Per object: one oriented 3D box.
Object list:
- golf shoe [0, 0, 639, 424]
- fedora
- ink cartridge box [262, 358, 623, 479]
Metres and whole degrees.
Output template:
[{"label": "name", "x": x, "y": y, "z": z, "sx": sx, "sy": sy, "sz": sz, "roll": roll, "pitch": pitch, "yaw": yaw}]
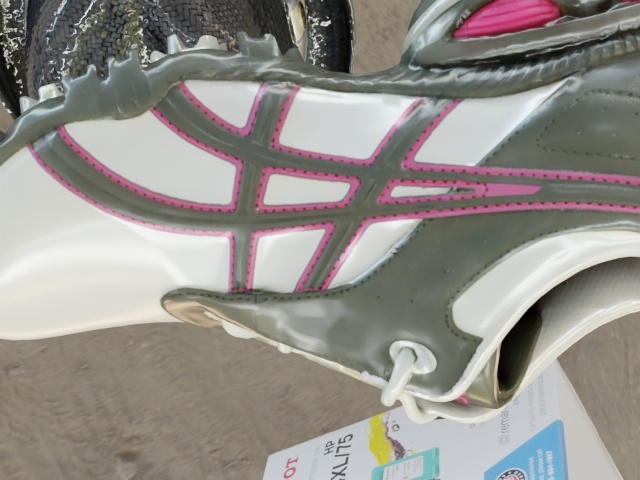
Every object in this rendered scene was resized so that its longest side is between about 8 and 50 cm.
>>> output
[{"label": "golf shoe", "x": 0.000, "y": 0.000, "z": 0.349, "sx": 0.272, "sy": 0.105, "sz": 0.120, "roll": -16, "pitch": 73, "yaw": 18}, {"label": "fedora", "x": -0.125, "y": -0.123, "z": 0.893, "sx": 0.333, "sy": 0.153, "sz": 0.334, "roll": 2, "pitch": 128, "yaw": 2}, {"label": "ink cartridge box", "x": 0.103, "y": 0.257, "z": 0.951, "sx": 0.270, "sy": 0.198, "sz": 0.197, "roll": -24, "pitch": 113, "yaw": 19}]
